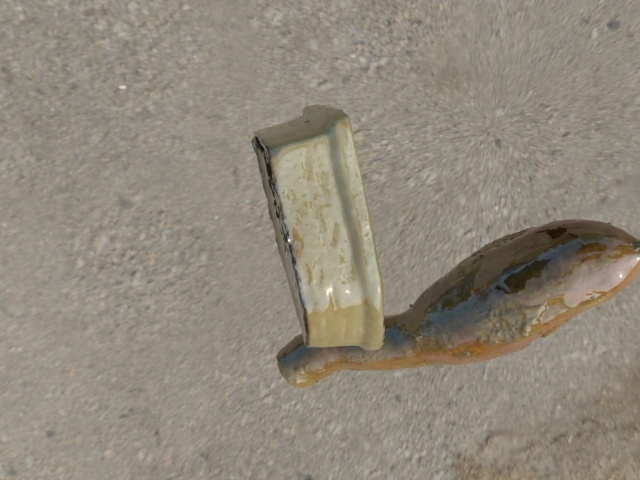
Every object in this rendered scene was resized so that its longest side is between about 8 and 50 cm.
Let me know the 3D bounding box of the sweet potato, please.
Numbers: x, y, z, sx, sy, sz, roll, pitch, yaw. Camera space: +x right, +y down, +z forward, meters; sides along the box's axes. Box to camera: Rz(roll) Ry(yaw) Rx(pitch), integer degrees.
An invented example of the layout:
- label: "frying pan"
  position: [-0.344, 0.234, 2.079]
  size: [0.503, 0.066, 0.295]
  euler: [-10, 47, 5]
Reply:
- label: "sweet potato"
  position: [0.129, 0.072, 0.813]
  size: [0.385, 0.109, 0.109]
  euler: [-26, 92, 32]

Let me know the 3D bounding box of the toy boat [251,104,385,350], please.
- label: "toy boat"
  position: [0.000, 0.000, 0.621]
  size: [0.061, 0.116, 0.188]
  euler: [-15, 106, -9]
